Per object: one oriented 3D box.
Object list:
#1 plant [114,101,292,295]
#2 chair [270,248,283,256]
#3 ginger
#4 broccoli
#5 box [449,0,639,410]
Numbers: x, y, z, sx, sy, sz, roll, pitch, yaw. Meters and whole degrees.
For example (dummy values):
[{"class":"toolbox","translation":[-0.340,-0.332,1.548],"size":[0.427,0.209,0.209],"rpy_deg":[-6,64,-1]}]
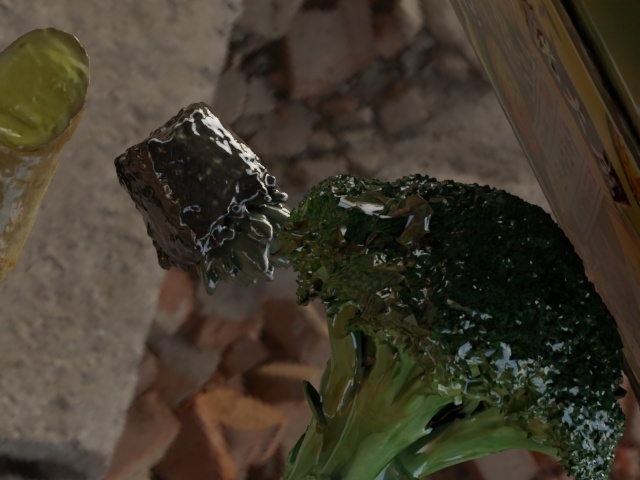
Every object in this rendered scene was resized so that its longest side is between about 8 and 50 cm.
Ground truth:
[{"class":"plant","translation":[-0.109,-0.032,1.664],"size":[0.132,0.129,0.194],"rpy_deg":[-39,96,-21]},{"class":"chair","translation":[-0.001,-0.002,1.501],"size":[0.086,0.037,0.042],"rpy_deg":[6,78,-15]},{"class":"ginger","translation":[-0.355,-0.073,1.847],"size":[0.126,0.354,0.190],"rpy_deg":[28,16,-6]},{"class":"broccoli","translation":[0.056,0.088,1.016],"size":[0.254,0.269,0.269],"rpy_deg":[35,42,22]},{"class":"box","translation":[0.205,-0.084,1.008],"size":[0.138,0.420,0.373],"rpy_deg":[-24,80,1]}]
